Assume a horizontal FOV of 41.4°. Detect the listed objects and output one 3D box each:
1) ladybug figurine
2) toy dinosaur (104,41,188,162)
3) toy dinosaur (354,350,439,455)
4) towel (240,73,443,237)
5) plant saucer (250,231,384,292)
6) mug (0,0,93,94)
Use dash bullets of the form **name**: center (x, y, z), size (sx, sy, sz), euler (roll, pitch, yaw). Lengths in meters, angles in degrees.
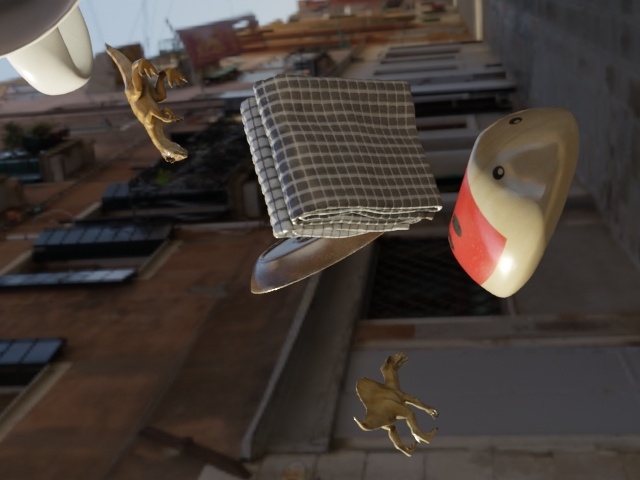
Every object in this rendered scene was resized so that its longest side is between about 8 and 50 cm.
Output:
- **ladybug figurine**: center (0.320, -0.067, 1.466), size (0.449, 0.162, 0.305), euler (88, -159, -65)
- **toy dinosaur**: center (-0.238, -0.201, 1.110), size (0.064, 0.112, 0.211), euler (-21, -101, -44)
- **toy dinosaur**: center (0.072, 0.181, 0.885), size (0.053, 0.092, 0.183), euler (-51, -3, 23)
- **towel**: center (0.041, -0.129, 1.276), size (0.121, 0.284, 0.235), euler (-45, 58, 50)
- **plant saucer**: center (0.000, 0.000, 1.549), size (0.050, 0.310, 0.310), euler (62, -166, -10)
- **mug**: center (-0.314, -0.306, 0.775), size (0.328, 0.276, 0.374), euler (-113, -1, -54)
